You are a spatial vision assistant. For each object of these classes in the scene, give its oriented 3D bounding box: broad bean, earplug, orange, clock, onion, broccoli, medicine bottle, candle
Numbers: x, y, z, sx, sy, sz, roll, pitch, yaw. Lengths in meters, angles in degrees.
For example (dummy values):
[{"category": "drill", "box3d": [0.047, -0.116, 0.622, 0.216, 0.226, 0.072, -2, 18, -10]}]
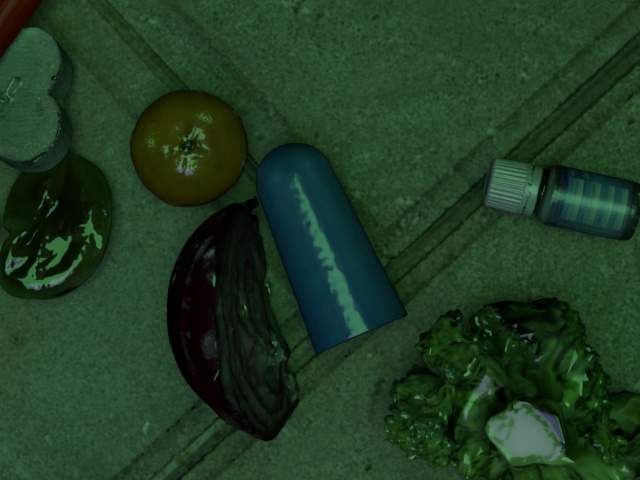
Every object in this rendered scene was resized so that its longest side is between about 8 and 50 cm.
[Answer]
[{"category": "broad bean", "box3d": [-0.355, -0.014, 1.950, 0.153, 0.072, 0.207, 27, 90, 0]}, {"category": "earplug", "box3d": [0.000, 0.000, 1.925, 0.132, 0.132, 0.273, -24, 86, 0]}, {"category": "orange", "box3d": [-0.173, -0.122, 1.923, 0.156, 0.124, 0.156, 0, 93, 3]}, {"category": "clock", "box3d": [-0.435, -0.319, 1.927, 0.113, 0.061, 0.155, 27, 76, 30]}, {"category": "onion", "box3d": [-0.137, 0.106, 1.864, 0.146, 0.280, 0.314, -7, 90, 15]}, {"category": "broccoli", "box3d": [0.264, 0.236, 1.859, 0.277, 0.317, 0.338, -40, 51, 12]}, {"category": "medicine bottle", "box3d": [0.320, -0.057, 1.940, 0.203, 0.083, 0.083, 10, 90, 0]}, {"category": "candle", "box3d": [-0.411, -0.182, 1.937, 0.168, 0.068, 0.192, -2, 75, 11]}]
